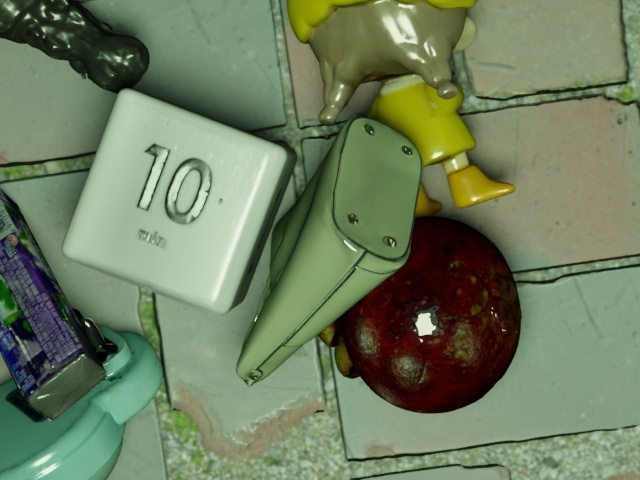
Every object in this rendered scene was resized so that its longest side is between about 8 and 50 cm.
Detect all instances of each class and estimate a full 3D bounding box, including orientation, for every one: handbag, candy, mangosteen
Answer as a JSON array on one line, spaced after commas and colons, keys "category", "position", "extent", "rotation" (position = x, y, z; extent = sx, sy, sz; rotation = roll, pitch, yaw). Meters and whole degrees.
[{"category": "handbag", "position": [-0.023, 0.023, 1.693], "extent": [0.109, 0.241, 0.315], "rotation": [33, 133, -17]}, {"category": "candy", "position": [-0.330, 0.064, 1.742], "extent": [0.088, 0.061, 0.312], "rotation": [-37, 48, 1]}, {"category": "mangosteen", "position": [0.094, 0.085, 1.746], "extent": [0.258, 0.215, 0.215], "rotation": [-9, 91, 34]}]

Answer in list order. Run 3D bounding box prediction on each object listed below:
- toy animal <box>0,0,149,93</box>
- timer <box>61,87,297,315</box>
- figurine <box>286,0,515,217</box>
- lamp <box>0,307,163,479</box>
[{"category": "toy animal", "position": [-0.351, -0.269, 1.770], "extent": [0.343, 0.168, 0.106], "rotation": [26, 91, -12]}, {"category": "timer", "position": [-0.151, -0.043, 1.746], "extent": [0.192, 0.194, 0.195], "rotation": [21, 94, 2]}, {"category": "figurine", "position": [0.095, -0.193, 1.744], "extent": [0.215, 0.187, 0.343], "rotation": [-18, 97, 16]}, {"category": "lamp", "position": [-0.298, 0.209, 1.767], "extent": [0.284, 0.209, 0.147], "rotation": [-52, 125, -10]}]
